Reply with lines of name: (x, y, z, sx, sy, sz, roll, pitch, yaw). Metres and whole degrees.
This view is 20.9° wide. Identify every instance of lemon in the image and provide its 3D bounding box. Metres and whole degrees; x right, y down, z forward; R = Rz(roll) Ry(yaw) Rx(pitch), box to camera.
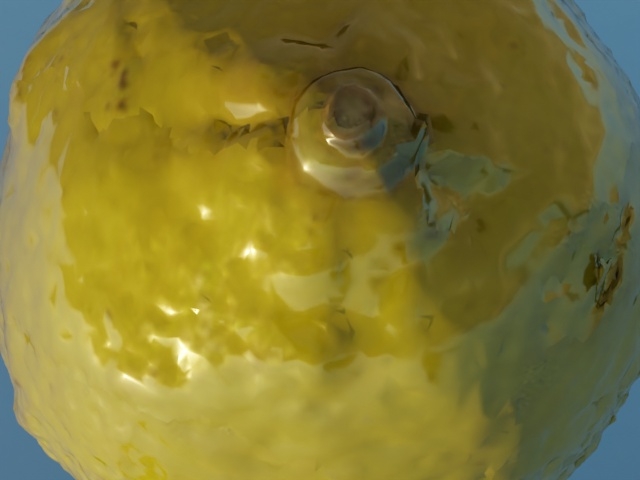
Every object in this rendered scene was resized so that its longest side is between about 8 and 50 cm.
lemon: (0.000, 0.000, 0.668, 0.268, 0.322, 0.268, -1, -95, 9)
